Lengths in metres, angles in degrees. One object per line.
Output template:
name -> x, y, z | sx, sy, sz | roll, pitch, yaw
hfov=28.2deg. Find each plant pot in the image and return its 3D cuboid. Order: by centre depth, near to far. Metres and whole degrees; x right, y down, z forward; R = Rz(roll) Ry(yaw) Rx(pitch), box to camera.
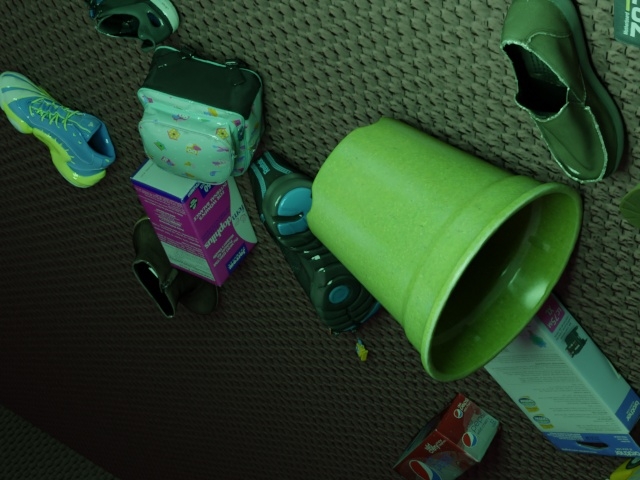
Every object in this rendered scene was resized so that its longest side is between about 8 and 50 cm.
plant pot -> 0.131, -0.014, 1.540 | 0.254, 0.276, 0.276 | 38, 156, 29

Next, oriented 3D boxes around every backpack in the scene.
backpack -> -0.162, -0.160, 1.762 | 0.166, 0.144, 0.188 | 13, 161, 8

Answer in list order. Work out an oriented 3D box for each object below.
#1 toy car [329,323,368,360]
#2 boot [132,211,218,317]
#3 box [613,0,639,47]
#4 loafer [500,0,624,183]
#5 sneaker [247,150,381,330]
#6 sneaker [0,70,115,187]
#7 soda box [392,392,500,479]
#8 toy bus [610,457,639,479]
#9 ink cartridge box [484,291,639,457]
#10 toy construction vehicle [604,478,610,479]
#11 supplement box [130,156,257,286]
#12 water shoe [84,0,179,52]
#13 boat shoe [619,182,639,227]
toy car -> 0.041, 0.155, 2.108 | 0.122, 0.060, 0.040 | 82, 163, -46
boot -> -0.255, 0.078, 2.197 | 0.090, 0.207, 0.248 | -21, 120, 12
box -> 0.383, -0.273, 0.963 | 0.318, 0.097, 0.395 | 22, 149, 27
loafer -> 0.243, -0.148, 1.340 | 0.094, 0.087, 0.251 | 9, 141, 45
sneaker -> 0.000, 0.000, 1.885 | 0.139, 0.125, 0.341 | 52, 172, 45
sneaker -> -0.428, -0.203, 2.126 | 0.126, 0.091, 0.240 | -26, 114, 41
soda box -> 0.211, 0.350, 2.164 | 0.092, 0.083, 0.263 | 36, 153, 4
toy bus -> 0.504, 0.345, 1.717 | 0.108, 0.130, 0.333 | 53, 153, 0
ink cartridge box -> 0.321, 0.181, 1.787 | 0.311, 0.065, 0.186 | 50, 151, -17
toy construction vehicle -> 0.476, 0.402, 1.978 | 0.086, 0.035, 0.098 | 35, 158, -18
supplement box -> -0.197, -0.047, 2.023 | 0.114, 0.111, 0.220 | 22, 150, 29
water shoe -> -0.289, -0.326, 1.737 | 0.203, 0.080, 0.073 | 27, 151, 22
boat shoe -> 0.380, -0.063, 1.361 | 0.056, 0.048, 0.153 | 49, 148, 7
